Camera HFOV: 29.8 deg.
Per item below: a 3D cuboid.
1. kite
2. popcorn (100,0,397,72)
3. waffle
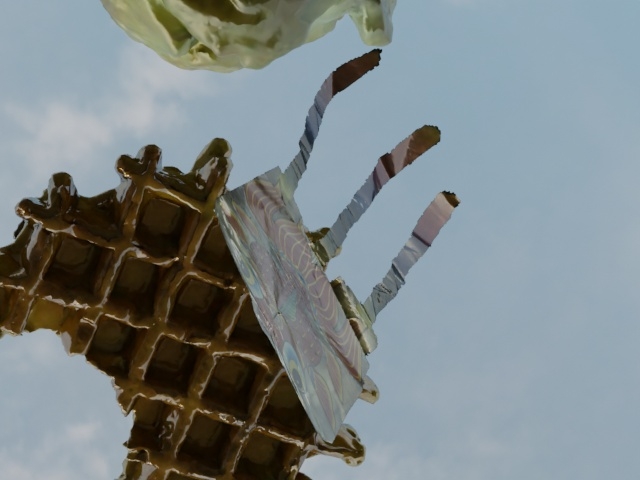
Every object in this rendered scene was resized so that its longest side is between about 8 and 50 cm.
[{"bbox_3d":[-0.003,0.001,0.484,0.016,0.229,0.127,-25,-106,-24],"label":"kite"},{"bbox_3d":[-0.058,-0.252,0.885,0.225,0.276,0.276,6,-118,25],"label":"popcorn"},{"bbox_3d":[-0.095,0.074,0.793,0.260,0.069,0.293,-29,-68,-5],"label":"waffle"}]
